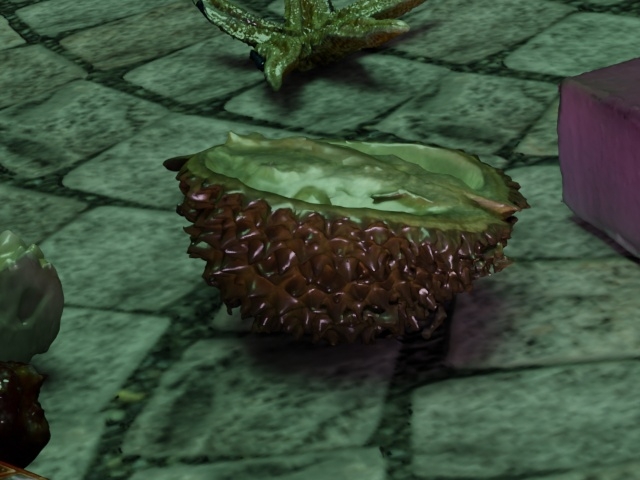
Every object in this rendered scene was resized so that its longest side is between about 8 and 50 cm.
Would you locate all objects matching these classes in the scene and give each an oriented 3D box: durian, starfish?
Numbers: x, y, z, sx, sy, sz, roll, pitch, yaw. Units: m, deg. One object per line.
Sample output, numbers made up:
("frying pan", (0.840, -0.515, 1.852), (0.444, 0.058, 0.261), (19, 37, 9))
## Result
("durian", (0.000, 0.000, 0.799), (0.188, 0.091, 0.148), (22, 26, 28))
("starfish", (0.007, -0.148, 1.141), (0.176, 0.053, 0.208), (-16, 30, -15))

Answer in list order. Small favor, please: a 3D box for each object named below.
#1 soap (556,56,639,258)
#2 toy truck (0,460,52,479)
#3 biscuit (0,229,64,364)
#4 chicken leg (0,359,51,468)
("soap", (0.269, -0.055, 0.837), (0.259, 0.081, 0.181), (-17, 27, -17))
("toy truck", (-0.060, 0.143, 0.509), (0.252, 0.107, 0.114), (12, 23, 40))
("biscuit", (-0.268, 0.051, 0.796), (0.281, 0.084, 0.179), (-16, 22, -19))
("chicken leg", (-0.258, 0.113, 0.615), (0.322, 0.083, 0.177), (-26, 12, -34))
